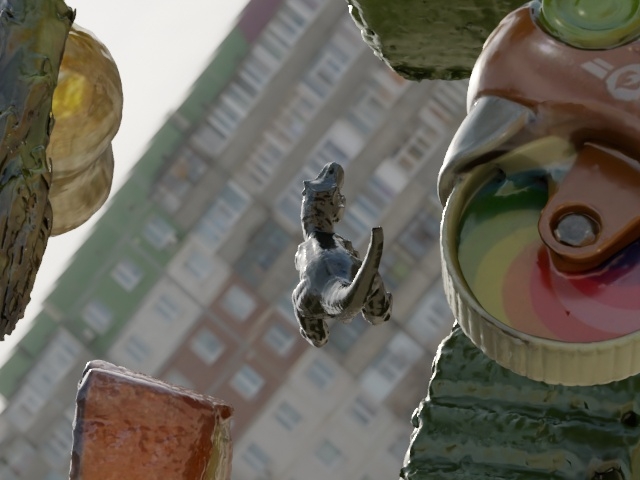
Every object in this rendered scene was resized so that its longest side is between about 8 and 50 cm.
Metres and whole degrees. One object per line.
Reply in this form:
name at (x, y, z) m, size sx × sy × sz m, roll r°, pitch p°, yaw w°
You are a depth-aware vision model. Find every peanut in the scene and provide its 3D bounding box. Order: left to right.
peanut at (-0.154, -0.056, 0.937) m, size 0.087 × 0.087 × 0.207 m, roll -44°, pitch -4°, yaw -21°

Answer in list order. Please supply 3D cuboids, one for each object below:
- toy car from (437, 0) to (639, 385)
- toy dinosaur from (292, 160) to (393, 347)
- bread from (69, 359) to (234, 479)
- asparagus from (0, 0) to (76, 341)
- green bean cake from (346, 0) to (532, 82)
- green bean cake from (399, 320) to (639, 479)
toy car at (0.156, -0.022, 0.971) m, size 0.235 × 0.235 × 0.145 m, roll -44°, pitch -28°, yaw -22°
toy dinosaur at (0.000, 0.000, 1.361) m, size 0.087 × 0.187 × 0.179 m, roll -22°, pitch -38°, yaw -2°
bread at (-0.139, 0.222, 1.351) m, size 0.190 × 0.123 × 0.244 m, roll -6°, pitch -77°, yaw -86°
asparagus at (-0.104, -0.041, 0.563) m, size 0.030 × 0.036 × 0.165 m, roll 65°, pitch -156°, yaw -61°
green bean cake at (0.123, -0.207, 1.274) m, size 0.200 × 0.214 × 0.113 m, roll 57°, pitch -144°, yaw -59°
green bean cake at (0.210, 0.232, 1.415) m, size 0.319 × 0.218 × 0.335 m, roll 57°, pitch -131°, yaw -50°
